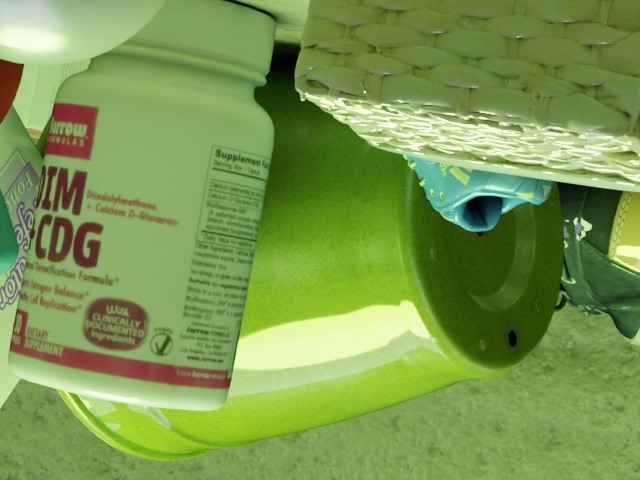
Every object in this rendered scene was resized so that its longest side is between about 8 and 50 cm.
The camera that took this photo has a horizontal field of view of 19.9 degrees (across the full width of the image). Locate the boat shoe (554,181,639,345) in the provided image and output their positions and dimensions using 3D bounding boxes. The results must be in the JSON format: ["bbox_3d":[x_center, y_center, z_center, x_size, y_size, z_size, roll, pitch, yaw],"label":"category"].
[{"bbox_3d":[0.293,-0.008,1.771,0.156,0.187,0.500,17,176,11],"label":"boat shoe"}]

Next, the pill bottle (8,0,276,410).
[{"bbox_3d":[-0.121,-0.031,1.303,0.160,0.283,0.160,10,179,0],"label":"pill bottle"}]

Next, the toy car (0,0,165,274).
[{"bbox_3d":[-0.127,-0.111,0.712,0.238,0.219,0.210,-19,174,10],"label":"toy car"}]

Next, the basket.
[{"bbox_3d":[0.085,-0.090,0.755,0.167,0.113,0.103,10,175,28],"label":"basket"}]

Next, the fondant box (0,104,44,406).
[{"bbox_3d":[-0.309,-0.016,1.304,0.096,0.238,0.330,10,142,29],"label":"fondant box"}]

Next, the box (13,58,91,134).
[{"bbox_3d":[-0.279,-0.150,1.842,0.130,0.091,0.170,10,180,34],"label":"box"}]

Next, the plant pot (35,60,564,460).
[{"bbox_3d":[0.000,0.000,1.538,0.353,0.367,0.366,-6,169,38],"label":"plant pot"}]

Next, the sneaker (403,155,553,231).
[{"bbox_3d":[0.076,-0.075,1.280,0.091,0.126,0.240,11,178,-42],"label":"sneaker"}]
